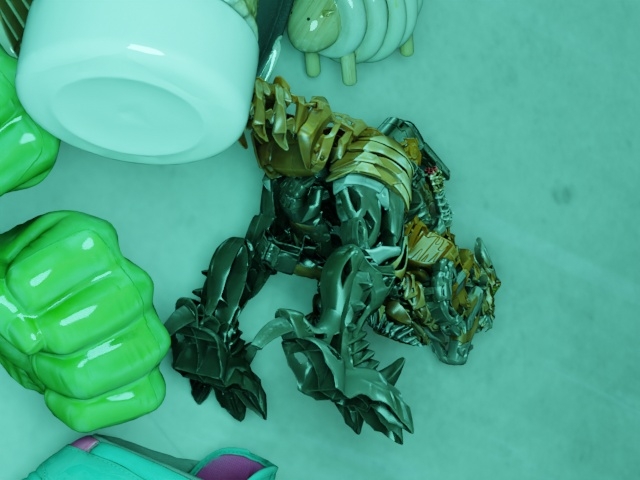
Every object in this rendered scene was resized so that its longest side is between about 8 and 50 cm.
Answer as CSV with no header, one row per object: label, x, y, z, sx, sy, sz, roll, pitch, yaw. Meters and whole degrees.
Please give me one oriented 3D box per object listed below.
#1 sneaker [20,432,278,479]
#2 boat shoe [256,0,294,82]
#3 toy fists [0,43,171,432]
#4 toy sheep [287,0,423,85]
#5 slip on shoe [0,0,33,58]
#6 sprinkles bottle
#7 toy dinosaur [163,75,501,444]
sneaker,-0.070,0.218,1.003,0.295,0.124,0.178,42,78,-21
boat shoe,-0.055,-0.211,1.037,0.302,0.114,0.091,-70,158,-9
toy fists,-0.181,-0.014,0.928,0.096,0.142,0.279,-34,105,-27
toy sheep,0.027,-0.158,1.089,0.132,0.091,0.091,-34,105,-41
slip on shoe,-0.199,-0.136,0.965,0.135,0.041,0.051,58,31,-5
sprinkles bottle,-0.075,-0.221,0.903,0.121,0.121,0.355,22,61,-28
toy dinosaur,0.000,0.000,1.035,0.322,0.164,0.218,33,66,-23
